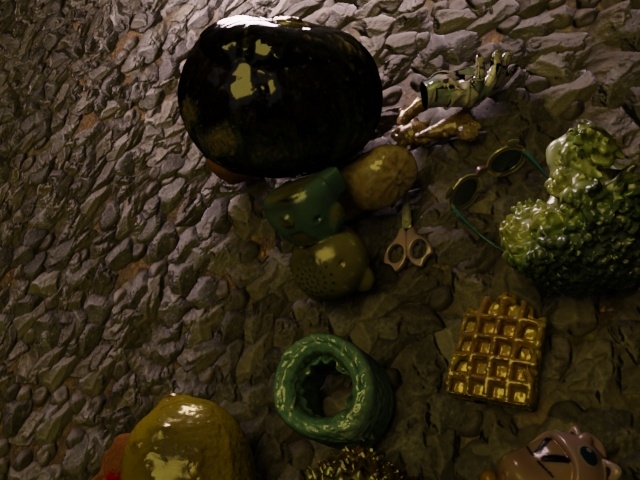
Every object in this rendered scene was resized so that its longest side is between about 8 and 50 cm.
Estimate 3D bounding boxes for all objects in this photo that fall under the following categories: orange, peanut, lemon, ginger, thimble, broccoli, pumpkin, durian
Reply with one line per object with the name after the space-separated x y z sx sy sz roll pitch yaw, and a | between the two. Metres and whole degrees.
-0.211 -0.210 1.818 0.154 0.154 0.134 40 125 39 | orange
0.092 -0.117 1.587 0.253 0.122 0.137 -22 35 36 | peanut
-0.252 0.443 1.413 0.268 0.268 0.322 -16 70 23 | lemon
0.247 -0.247 1.624 0.176 0.052 0.193 -32 45 12 | ginger
0.029 0.295 1.402 0.198 0.143 0.235 -44 51 5 | thimble
0.468 -0.056 1.263 0.348 0.293 0.281 133 138 -53 | broccoli
-0.090 -0.313 1.613 0.454 0.454 0.344 26 120 38 | pumpkin
0.077 0.480 1.222 0.293 0.258 0.258 22 78 26 | durian

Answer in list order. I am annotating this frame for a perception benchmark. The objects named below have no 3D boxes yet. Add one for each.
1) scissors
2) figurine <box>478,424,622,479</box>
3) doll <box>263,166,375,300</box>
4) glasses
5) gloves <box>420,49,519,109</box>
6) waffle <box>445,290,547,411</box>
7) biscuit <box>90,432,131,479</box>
0.183 -0.035 1.564 0.110 0.021 0.212 -15 58 28 | scissors
0.332 0.418 1.142 0.287 0.186 0.176 -56 24 15 | figurine
0.000 0.000 1.524 0.177 0.261 0.161 -15 17 34 | doll
0.379 -0.061 1.453 0.189 0.088 0.220 -38 72 7 | glasses
0.323 -0.334 1.580 0.212 0.127 0.111 -8 84 -2 | gloves
0.326 0.191 1.335 0.160 0.055 0.211 5 67 34 | waffle
-0.440 0.584 1.589 0.202 0.047 0.334 -8 61 28 | biscuit
